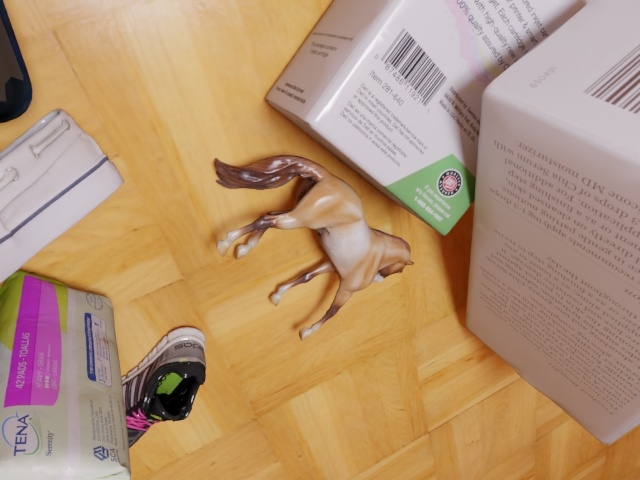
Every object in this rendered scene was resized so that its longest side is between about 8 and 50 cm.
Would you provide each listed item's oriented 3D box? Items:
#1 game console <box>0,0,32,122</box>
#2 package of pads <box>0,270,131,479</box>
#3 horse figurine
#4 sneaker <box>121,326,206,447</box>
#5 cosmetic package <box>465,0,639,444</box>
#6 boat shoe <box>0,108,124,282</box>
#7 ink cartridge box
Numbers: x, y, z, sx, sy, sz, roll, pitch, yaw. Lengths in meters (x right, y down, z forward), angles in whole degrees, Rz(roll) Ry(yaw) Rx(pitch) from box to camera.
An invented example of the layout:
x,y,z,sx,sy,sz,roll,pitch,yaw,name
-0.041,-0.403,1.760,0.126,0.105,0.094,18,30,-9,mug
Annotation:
x,y,z,sx,sy,sz,roll,pitch,yaw,name
-0.314,-0.143,0.165,0.293,0.250,0.173,-14,93,-19,game console
-0.270,0.198,0.364,0.101,0.229,0.296,28,100,-37,package of pads
0.000,0.000,0.493,0.174,0.066,0.263,-34,128,1,horse figurine
-0.182,0.175,0.488,0.170,0.075,0.063,-48,126,4,sneaker
0.293,0.026,0.461,0.161,0.230,0.453,-39,146,-12,cosmetic package
-0.233,-0.011,0.283,0.095,0.258,0.084,-18,117,20,boat shoe
0.118,-0.177,0.424,0.201,0.117,0.278,32,99,-35,ink cartridge box
